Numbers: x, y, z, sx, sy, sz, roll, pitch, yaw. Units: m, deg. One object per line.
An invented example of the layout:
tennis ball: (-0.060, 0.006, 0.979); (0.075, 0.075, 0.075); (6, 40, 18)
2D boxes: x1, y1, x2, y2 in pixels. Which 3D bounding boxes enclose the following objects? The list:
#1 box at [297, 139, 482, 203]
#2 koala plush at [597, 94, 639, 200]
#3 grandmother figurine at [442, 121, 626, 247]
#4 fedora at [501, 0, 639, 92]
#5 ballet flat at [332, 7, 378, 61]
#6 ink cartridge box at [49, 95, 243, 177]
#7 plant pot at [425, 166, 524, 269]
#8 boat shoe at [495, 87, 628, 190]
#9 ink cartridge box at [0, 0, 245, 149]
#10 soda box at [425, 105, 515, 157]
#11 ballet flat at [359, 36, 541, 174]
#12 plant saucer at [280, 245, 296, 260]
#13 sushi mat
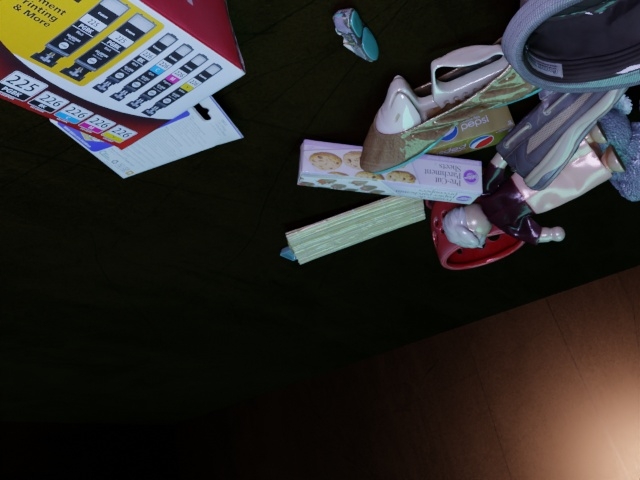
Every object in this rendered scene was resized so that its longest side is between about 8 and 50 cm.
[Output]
box: (0.121, -0.119, 1.280); (0.323, 0.067, 0.063); (7, 161, -7)
koala plush: (0.559, -0.192, 1.375); (0.221, 0.203, 0.196); (26, 125, -23)
grandmother figurine: (0.380, -0.083, 1.347); (0.342, 0.208, 0.104); (-30, 177, 27)
fedora: (0.382, -0.313, 0.980); (0.275, 0.125, 0.244); (-10, 153, 22)
ballet flat: (0.045, -0.281, 0.992); (0.041, 0.041, 0.114); (-21, 158, 16)
ink cartridge box: (-0.242, -0.174, 1.047); (0.208, 0.045, 0.206); (-17, 159, 8)
plant pot: (0.324, -0.052, 1.550); (0.191, 0.174, 0.191); (-12, 160, -5)
boat shoe: (0.401, -0.242, 1.152); (0.355, 0.130, 0.132); (-59, 171, 30)
ink cartridge box: (-0.230, -0.251, 0.748); (0.271, 0.130, 0.309); (-26, 156, 24)
soda box: (0.252, -0.192, 1.311); (0.181, 0.058, 0.061); (-15, 159, 3)
ballet flat: (0.187, -0.225, 1.140); (0.342, 0.116, 0.124); (-24, 137, 23)
plant saucer: (0.000, 0.000, 1.688); (0.192, 0.018, 0.067); (-22, 158, 21)
sushi mat: (0.081, -0.030, 1.620); (0.316, 0.019, 0.151); (-20, 154, 3)
